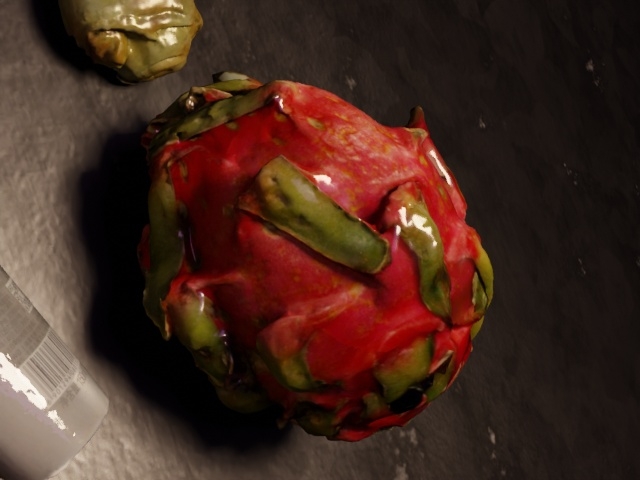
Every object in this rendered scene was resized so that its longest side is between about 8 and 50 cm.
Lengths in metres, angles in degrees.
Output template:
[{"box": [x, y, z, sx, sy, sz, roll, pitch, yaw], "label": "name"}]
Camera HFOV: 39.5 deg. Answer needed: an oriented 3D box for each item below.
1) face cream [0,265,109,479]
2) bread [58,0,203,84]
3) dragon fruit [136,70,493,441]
[{"box": [-0.234, 0.022, 0.521, 0.269, 0.073, 0.107, 55, 10, -17], "label": "face cream"}, {"box": [-0.160, -0.243, 0.724, 0.128, 0.088, 0.232, 8, 63, -55], "label": "bread"}, {"box": [-0.009, 0.008, 0.674, 0.302, 0.237, 0.231, 44, 23, -12], "label": "dragon fruit"}]
